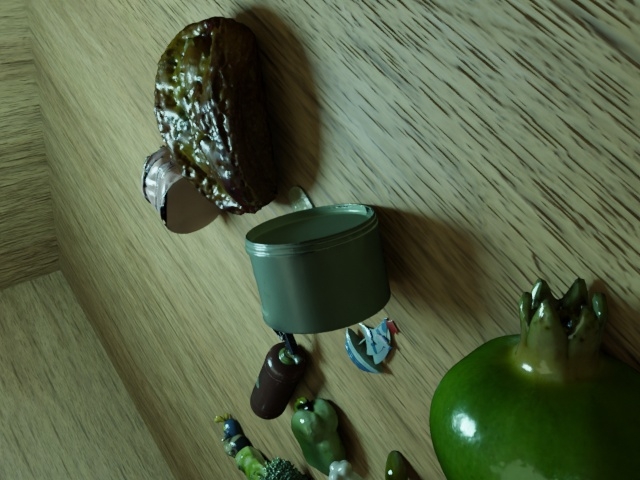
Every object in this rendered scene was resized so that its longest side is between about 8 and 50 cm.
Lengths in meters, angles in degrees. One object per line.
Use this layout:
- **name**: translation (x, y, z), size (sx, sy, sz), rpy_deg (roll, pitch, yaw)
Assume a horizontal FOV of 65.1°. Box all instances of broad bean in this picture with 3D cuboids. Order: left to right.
- **broad bean**: translation (-0.008, 0.479, 1.219), size (0.169, 0.100, 0.227), rpy_deg (-1, 110, 60)

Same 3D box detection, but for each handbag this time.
- **handbag**: translation (-0.338, -0.125, 1.238), size (0.116, 0.179, 0.205), rpy_deg (50, 141, 32)

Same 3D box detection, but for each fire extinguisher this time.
- **fire extinguisher**: translation (-0.109, 0.317, 1.249), size (0.138, 0.102, 0.343), rpy_deg (49, 141, 25)

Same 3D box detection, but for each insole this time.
- **insole**: translation (0.000, 0.000, 1.009), size (0.247, 0.011, 0.081), rpy_deg (61, 145, 8)

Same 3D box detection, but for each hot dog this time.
- **hot dog**: translation (-0.201, -0.232, 0.998), size (0.267, 0.174, 0.387), rpy_deg (14, 119, 46)

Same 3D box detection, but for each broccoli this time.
- **broccoli**: translation (-0.166, 0.725, 1.500), size (0.362, 0.221, 0.252), rpy_deg (25, 164, 43)

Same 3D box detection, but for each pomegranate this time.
- **pomegranate**: translation (0.268, 0.232, 0.621), size (0.310, 0.216, 0.358), rpy_deg (19, 123, 50)

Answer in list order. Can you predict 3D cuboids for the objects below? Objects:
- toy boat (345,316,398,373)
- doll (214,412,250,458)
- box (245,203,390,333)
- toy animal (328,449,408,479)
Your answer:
- **toy boat**: translation (0.108, 0.209, 0.982), size (0.149, 0.034, 0.105), rpy_deg (-24, 86, 42)
- **doll**: translation (-0.303, 0.682, 1.723), size (0.089, 0.102, 0.179), rpy_deg (-44, 68, 12)
- **box**: translation (-0.004, 0.039, 0.853), size (0.226, 0.226, 0.149), rpy_deg (8, 115, 50)
- **toy animal**: translation (0.169, 0.583, 0.986), size (0.363, 0.181, 0.180), rpy_deg (39, 126, 31)
